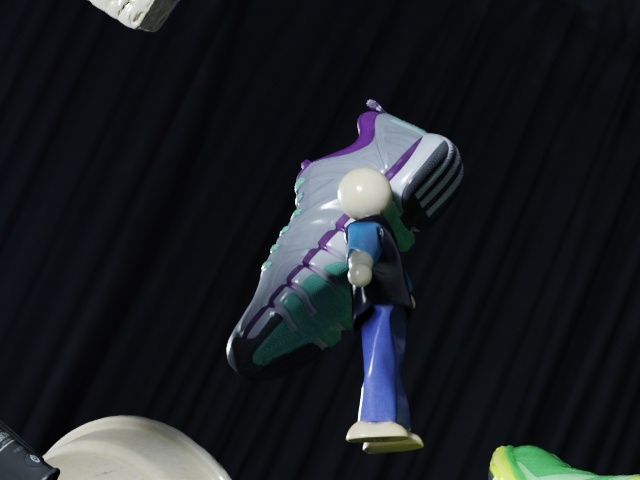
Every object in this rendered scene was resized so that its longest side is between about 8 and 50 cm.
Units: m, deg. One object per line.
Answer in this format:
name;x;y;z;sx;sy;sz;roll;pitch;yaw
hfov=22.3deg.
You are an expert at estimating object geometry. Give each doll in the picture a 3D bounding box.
doll;0.037;0.040;1.071;0.046;0.189;0.129;-8;162;16

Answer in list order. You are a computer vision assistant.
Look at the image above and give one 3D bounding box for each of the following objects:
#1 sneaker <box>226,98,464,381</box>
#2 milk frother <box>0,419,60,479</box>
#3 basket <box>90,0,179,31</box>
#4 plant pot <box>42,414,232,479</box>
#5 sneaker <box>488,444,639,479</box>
sneaker;0.000;0.000;1.163;0.098;0.223;0.083;36;166;34
milk frother;-0.287;0.188;1.217;0.135;0.143;0.129;38;174;6
basket;-0.154;-0.275;1.407;0.113;0.167;0.103;33;-169;-2
plant pot;-0.272;0.352;1.549;0.334;0.333;0.305;13;-170;33
sneaker;0.190;0.184;0.928;0.295;0.124;0.109;-157;52;-67
